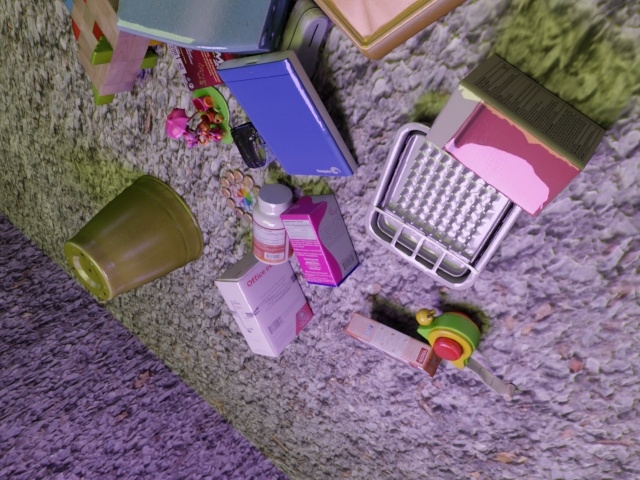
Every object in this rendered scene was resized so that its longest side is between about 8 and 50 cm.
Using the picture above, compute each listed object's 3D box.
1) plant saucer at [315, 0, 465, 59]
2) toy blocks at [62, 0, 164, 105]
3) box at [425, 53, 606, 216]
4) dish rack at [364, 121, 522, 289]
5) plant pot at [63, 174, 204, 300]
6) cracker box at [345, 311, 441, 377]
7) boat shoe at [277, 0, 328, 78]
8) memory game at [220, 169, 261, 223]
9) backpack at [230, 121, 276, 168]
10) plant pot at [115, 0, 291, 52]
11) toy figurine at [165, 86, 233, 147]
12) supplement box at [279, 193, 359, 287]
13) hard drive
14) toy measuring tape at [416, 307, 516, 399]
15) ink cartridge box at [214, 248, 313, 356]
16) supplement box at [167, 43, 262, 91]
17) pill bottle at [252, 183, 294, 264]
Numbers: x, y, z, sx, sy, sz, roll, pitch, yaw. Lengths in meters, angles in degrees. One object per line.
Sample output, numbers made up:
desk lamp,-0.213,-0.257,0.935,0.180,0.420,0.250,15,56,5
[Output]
plant saucer,0.084,-0.460,0.803,0.333,0.080,0.333,40,146,-25
toy blocks,-0.575,-0.583,1.342,0.260,0.191,0.381,59,141,5
box,0.325,-0.178,0.851,0.232,0.149,0.126,40,141,11
dish rack,0.256,-0.074,1.065,0.286,0.072,0.332,34,140,17
plant pot,-0.665,0.016,1.760,0.367,0.353,0.366,25,136,26
cracker box,0.198,0.282,1.366,0.232,0.067,0.155,21,167,29
boat shoe,-0.050,-0.406,1.075,0.075,0.083,0.226,61,141,19
memory game,-0.230,-0.128,1.510,0.186,0.012,0.186,25,136,26
backpack,-0.157,-0.246,1.286,0.105,0.084,0.114,-1,116,44
plant pot,-0.191,-0.478,0.967,0.253,0.248,0.247,21,111,2
toy figurine,-0.331,-0.303,1.339,0.130,0.159,0.173,-1,122,43
supplement box,0.000,0.000,1.329,0.114,0.111,0.219,4,124,42
hard drive,-0.069,-0.269,1.137,0.210,0.040,0.318,8,147,38
toy measuring tape,0.372,0.269,1.227,0.330,0.121,0.121,39,141,-4
ink cartridge box,-0.165,0.179,1.556,0.117,0.207,0.282,-2,120,41
supplement box,-0.252,-0.445,1.216,0.240,0.073,0.130,3,123,40
pill bottle,-0.128,-0.046,1.401,0.121,0.121,0.216,29,137,22
